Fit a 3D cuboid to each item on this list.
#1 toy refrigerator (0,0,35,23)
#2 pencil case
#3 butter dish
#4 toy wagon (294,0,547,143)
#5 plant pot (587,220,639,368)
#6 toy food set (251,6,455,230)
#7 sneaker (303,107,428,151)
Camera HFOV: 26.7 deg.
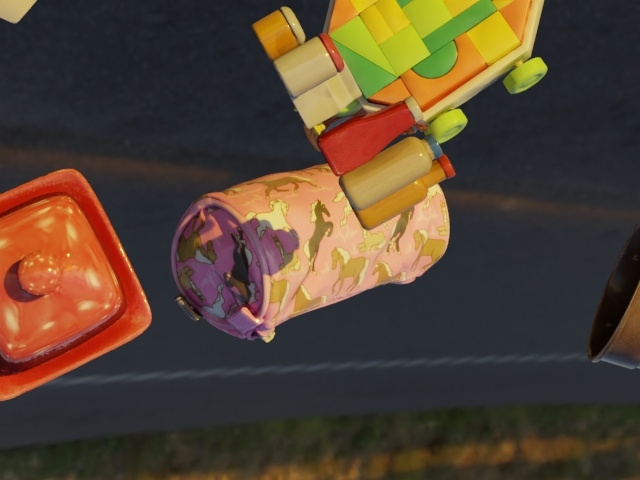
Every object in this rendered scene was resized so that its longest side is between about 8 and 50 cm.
[{"bbox_3d":[-0.391,-0.316,1.298,0.269,0.102,0.094,21,125,-44],"label":"toy refrigerator"},{"bbox_3d":[0.000,0.000,1.601,0.386,0.160,0.167,-18,131,-51],"label":"pencil case"},{"bbox_3d":[-0.231,0.031,1.100,0.160,0.160,0.118,-26,-179,-16],"label":"butter dish"},{"bbox_3d":[0.111,-0.255,1.713,0.344,0.267,0.068,-33,166,8],"label":"toy wagon"},{"bbox_3d":[0.373,0.075,1.331,0.165,0.167,0.167,23,165,3],"label":"plant pot"},{"bbox_3d":[0.038,-0.122,1.250,0.104,0.232,0.111,-29,-164,1],"label":"toy food set"},{"bbox_3d":[0.094,-0.203,1.831,0.262,0.099,0.121,-14,-149,43],"label":"sneaker"}]
